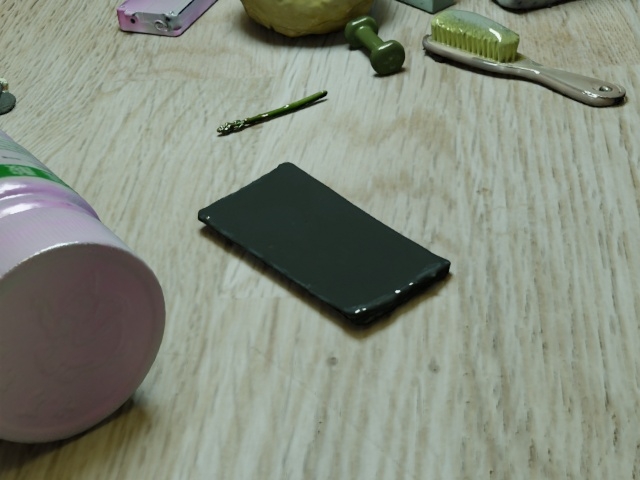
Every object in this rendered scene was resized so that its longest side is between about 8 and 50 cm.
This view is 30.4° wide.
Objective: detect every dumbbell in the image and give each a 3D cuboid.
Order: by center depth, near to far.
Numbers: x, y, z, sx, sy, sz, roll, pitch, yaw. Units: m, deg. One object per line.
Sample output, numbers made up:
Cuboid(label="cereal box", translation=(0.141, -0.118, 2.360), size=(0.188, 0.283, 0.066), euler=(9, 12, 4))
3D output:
Cuboid(label="dumbbell", translation=(0.076, -0.275, 1.654), size=(0.052, 0.046, 0.118), euler=(-21, 37, -12))

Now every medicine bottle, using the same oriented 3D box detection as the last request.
Cuboid(label="medicine bottle", translation=(-0.316, 0.024, 1.140), size=(0.212, 0.212, 0.325), euler=(-25, 39, -26))

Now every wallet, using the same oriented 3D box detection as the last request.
Cuboid(label="wallet", translation=(0.000, -0.001, 1.289), size=(0.146, 0.030, 0.285), euler=(-26, 41, -32))

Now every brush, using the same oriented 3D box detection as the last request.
Cuboid(label="brush", translation=(0.268, -0.250, 1.579), size=(0.313, 0.067, 0.072), euler=(27, 45, 35))

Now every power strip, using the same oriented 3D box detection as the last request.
Cuboid(label="power strip", translation=(-0.217, -0.400, 1.879), size=(0.109, 0.037, 0.279), euler=(9, 37, 20))

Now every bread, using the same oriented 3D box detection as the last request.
Cuboid(label="bread", translation=(-0.011, -0.387, 1.753), size=(0.244, 0.134, 0.244), euler=(-5, 37, 4))

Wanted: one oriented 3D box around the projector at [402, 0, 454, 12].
Cuboid(label="projector", translation=(0.150, -0.432, 1.777), size=(0.061, 0.147, 0.115), euler=(-27, 41, -28))

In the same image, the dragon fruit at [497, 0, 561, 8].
Cuboid(label="dragon fruit", translation=(0.366, -0.495, 1.783), size=(0.283, 0.221, 0.204), euler=(-18, 43, -12))

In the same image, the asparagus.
Cuboid(label="asparagus", translation=(-0.062, -0.168, 1.549), size=(0.166, 0.013, 0.016), euler=(-23, 80, -21))

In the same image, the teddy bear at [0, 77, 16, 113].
Cuboid(label="teddy bear", translation=(-0.535, -0.246, 1.554), size=(0.171, 0.251, 0.144), euler=(-33, 40, -12))
